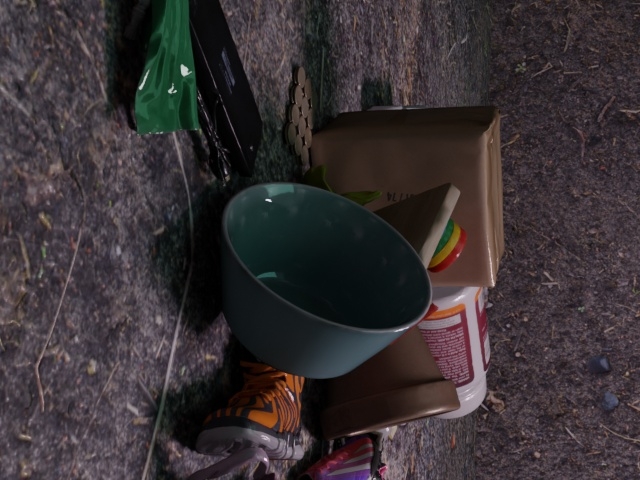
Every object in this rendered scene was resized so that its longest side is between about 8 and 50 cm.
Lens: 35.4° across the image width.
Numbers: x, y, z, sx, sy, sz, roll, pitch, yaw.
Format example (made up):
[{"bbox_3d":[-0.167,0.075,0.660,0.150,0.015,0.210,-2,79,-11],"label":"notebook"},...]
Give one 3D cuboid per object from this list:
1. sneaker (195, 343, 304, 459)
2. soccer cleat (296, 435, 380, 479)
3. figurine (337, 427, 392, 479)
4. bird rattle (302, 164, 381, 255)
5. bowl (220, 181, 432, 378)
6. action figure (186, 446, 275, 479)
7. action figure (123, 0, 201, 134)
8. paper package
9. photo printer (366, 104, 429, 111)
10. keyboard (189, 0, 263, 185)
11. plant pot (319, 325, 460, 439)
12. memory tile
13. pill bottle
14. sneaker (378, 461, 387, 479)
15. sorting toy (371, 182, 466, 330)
[{"bbox_3d":[-0.096,0.217,1.426,0.321,0.124,0.180,62,29,-74],"label":"sneaker"},{"bbox_3d":[0.020,0.425,1.771,0.116,0.108,0.318,42,29,-4],"label":"soccer cleat"},{"bbox_3d":[0.102,0.408,2.073,0.209,0.092,0.215,83,18,-46],"label":"figurine"},{"bbox_3d":[0.000,0.000,1.668,0.253,0.143,0.207,-62,164,-48],"label":"bird rattle"},{"bbox_3d":[-0.018,0.073,1.414,0.163,0.311,0.311,-62,177,33],"label":"bowl"},{"bbox_3d":[-0.075,0.418,1.435,0.276,0.248,0.370,68,19,5],"label":"action figure"},{"bbox_3d":[-0.187,-0.245,1.173,0.137,0.063,0.232,-25,119,-67],"label":"action figure"},{"bbox_3d":[0.167,-0.079,1.831,0.168,0.324,0.310,-50,137,-62],"label":"paper package"},{"bbox_3d":[0.176,-0.142,2.195,0.256,0.107,0.308,-20,110,-70],"label":"photo printer"},{"bbox_3d":[-0.144,-0.207,1.357,0.317,0.033,0.202,70,21,-45],"label":"keyboard"},{"bbox_3d":[0.105,0.233,1.862,0.263,0.263,0.229,22,52,-70],"label":"plant pot"},{"bbox_3d":[-0.034,-0.211,1.715,0.113,0.012,0.148,55,40,-61],"label":"memory tile"},{"bbox_3d":[0.281,0.218,2.355,0.224,0.224,0.392,-67,152,-48],"label":"pill bottle"},{"bbox_3d":[0.115,0.525,2.140,0.047,0.057,0.119,67,31,-55],"label":"sneaker"},{"bbox_3d":[0.120,0.058,1.632,0.089,0.255,0.257,38,62,-20],"label":"sorting toy"}]
